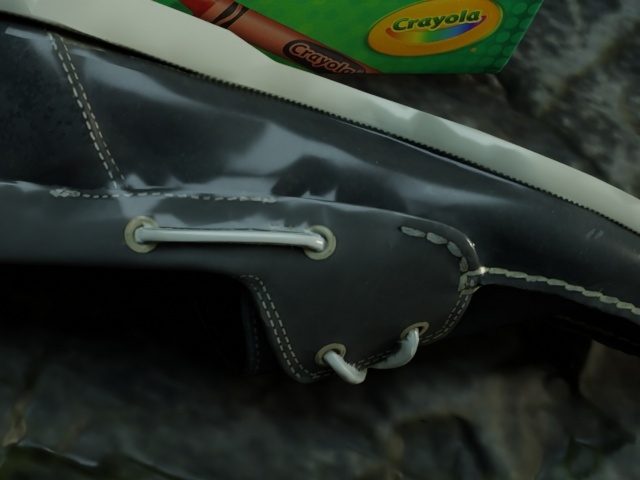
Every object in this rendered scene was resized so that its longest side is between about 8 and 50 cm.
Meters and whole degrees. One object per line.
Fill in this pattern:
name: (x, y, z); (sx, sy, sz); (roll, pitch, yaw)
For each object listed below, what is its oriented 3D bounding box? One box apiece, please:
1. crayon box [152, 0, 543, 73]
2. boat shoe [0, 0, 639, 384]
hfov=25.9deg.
crayon box: (-0.044, -0.179, 0.475); (0.165, 0.081, 0.278); (-3, 52, -26)
boat shoe: (0.000, 0.000, 0.356); (0.233, 0.084, 0.079); (17, 84, -19)
